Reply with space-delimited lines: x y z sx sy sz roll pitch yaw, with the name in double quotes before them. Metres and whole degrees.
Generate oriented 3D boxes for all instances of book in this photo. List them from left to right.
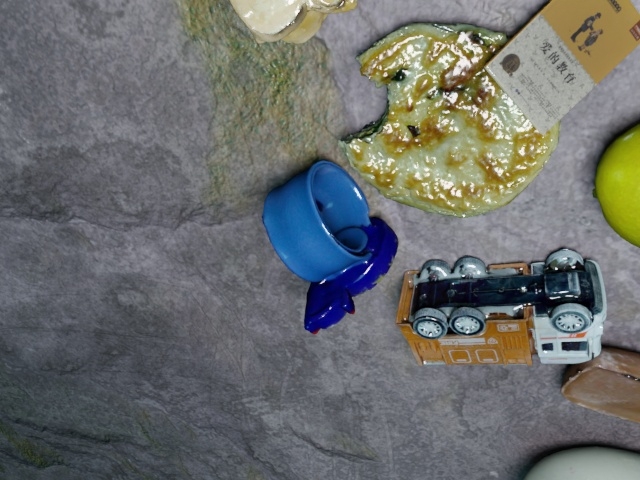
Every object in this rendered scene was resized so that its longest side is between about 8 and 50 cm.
"book" 0.297 -0.230 0.670 0.118 0.012 0.172 42 100 -15

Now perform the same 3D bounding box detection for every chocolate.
"chocolate" 0.544 0.243 0.935 0.261 0.083 0.161 19 145 4

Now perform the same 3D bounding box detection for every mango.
"mango" 0.487 -0.057 0.698 0.272 0.149 0.186 15 125 1

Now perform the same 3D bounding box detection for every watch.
"watch" 0.006 -0.007 0.851 0.171 0.196 0.200 -31 119 22

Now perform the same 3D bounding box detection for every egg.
"egg" 0.559 0.505 1.025 0.370 0.230 0.230 2 125 9

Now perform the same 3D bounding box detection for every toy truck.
"toy truck" 0.289 0.125 0.896 0.305 0.136 0.162 -6 129 23

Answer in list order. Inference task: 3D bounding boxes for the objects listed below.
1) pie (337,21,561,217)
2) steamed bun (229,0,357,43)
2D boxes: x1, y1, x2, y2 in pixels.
"pie" 0.175 -0.155 0.771 0.302 0.067 0.303 8 125 12
"steamed bun" -0.033 -0.346 0.675 0.177 0.106 0.192 -29 100 17
